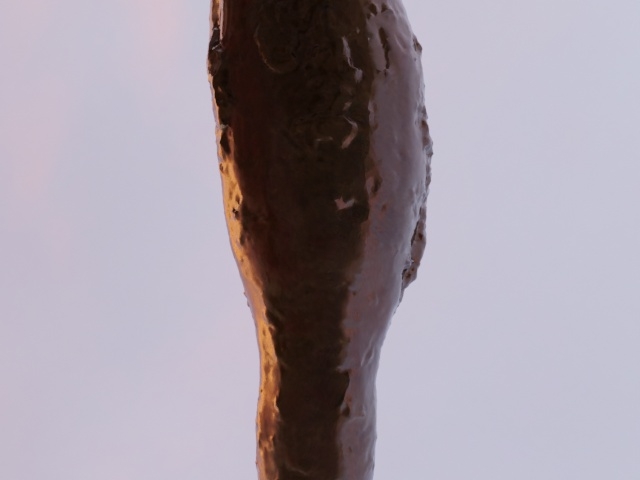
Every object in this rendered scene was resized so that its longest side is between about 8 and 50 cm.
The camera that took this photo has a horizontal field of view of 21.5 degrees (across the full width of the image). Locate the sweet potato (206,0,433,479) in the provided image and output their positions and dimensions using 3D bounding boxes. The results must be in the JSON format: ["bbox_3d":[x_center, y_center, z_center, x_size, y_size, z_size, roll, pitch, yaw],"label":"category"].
[{"bbox_3d":[0.000,0.000,0.810,0.109,0.109,0.385,-6,-96,35],"label":"sweet potato"}]
